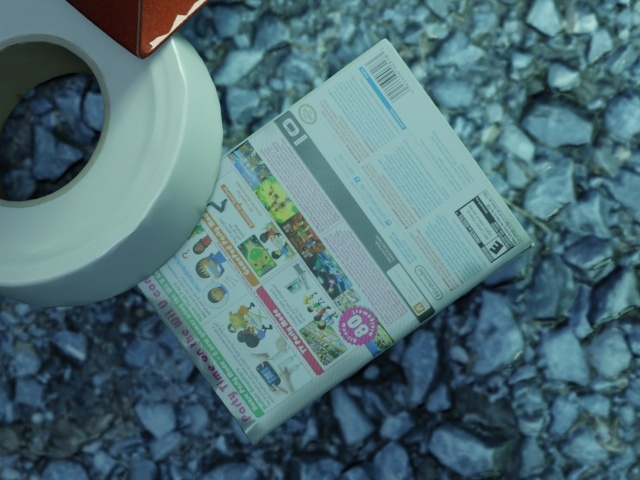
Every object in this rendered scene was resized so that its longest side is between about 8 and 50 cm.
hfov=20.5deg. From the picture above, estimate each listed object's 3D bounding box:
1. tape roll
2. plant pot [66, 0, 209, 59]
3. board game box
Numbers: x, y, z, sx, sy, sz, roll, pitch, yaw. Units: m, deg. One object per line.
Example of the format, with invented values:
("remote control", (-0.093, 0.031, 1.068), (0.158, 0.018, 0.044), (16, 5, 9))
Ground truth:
("tape roll", (-0.232, -0.090, 1.503), (0.286, 0.100, 0.286), (-4, 77, 15))
("plant pot", (-0.159, -0.358, 1.415), (0.235, 0.267, 0.267), (29, 141, 16))
("board game box", (0.000, 0.000, 1.559), (0.303, 0.097, 0.224), (-35, 93, 4))
